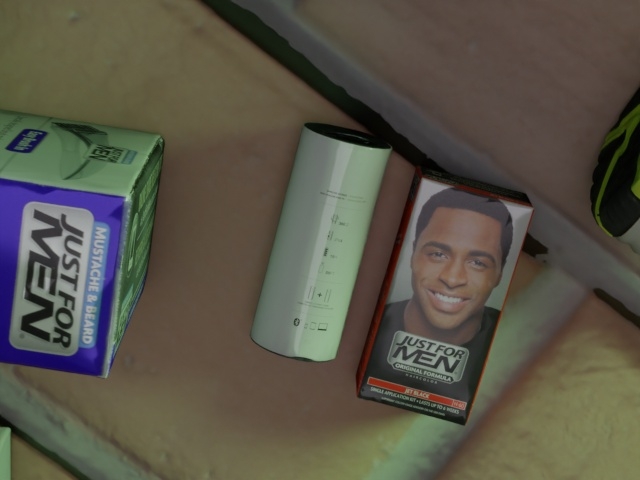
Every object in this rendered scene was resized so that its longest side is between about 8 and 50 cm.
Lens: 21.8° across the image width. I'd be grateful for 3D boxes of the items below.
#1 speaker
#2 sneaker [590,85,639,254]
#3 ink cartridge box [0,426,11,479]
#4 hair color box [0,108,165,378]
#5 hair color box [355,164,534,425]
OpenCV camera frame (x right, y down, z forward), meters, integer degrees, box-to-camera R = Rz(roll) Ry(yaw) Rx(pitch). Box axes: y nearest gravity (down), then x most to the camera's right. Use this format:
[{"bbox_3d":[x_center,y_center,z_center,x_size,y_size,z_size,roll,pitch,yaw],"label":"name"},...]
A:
[{"bbox_3d":[0.000,0.000,0.983,0.055,0.055,0.136,13,103,-3],"label":"speaker"},{"bbox_3d":[0.317,-0.129,0.920,0.147,0.145,0.384,34,112,-12],"label":"sneaker"},{"bbox_3d":[-0.295,0.169,0.976,0.203,0.148,0.086,2,105,-1],"label":"ink cartridge box"},{"bbox_3d":[-0.265,-0.021,0.912,0.339,0.185,0.110,7,103,-1],"label":"hair color box"},{"bbox_3d":[0.073,0.033,0.998,0.072,0.043,0.141,14,102,-3],"label":"hair color box"}]
